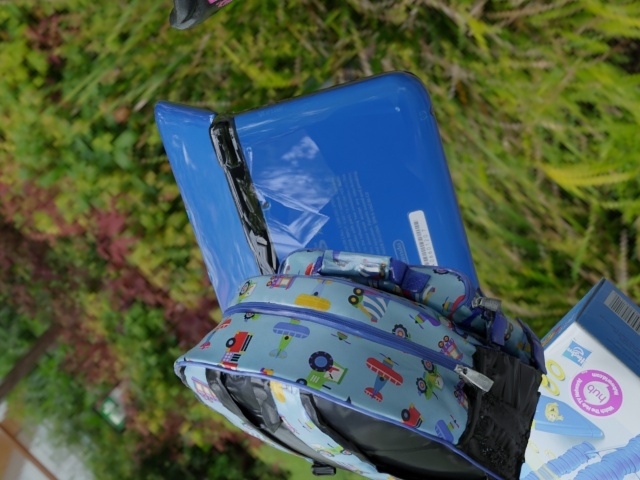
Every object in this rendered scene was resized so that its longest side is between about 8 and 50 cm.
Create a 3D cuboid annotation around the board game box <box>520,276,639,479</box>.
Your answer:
[{"bbox_3d":[0.238,0.240,0.932,0.308,0.086,0.302,42,125,8],"label":"board game box"}]

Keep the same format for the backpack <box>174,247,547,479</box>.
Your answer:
[{"bbox_3d":[0.018,0.064,0.613,0.158,0.116,0.173,6,161,42],"label":"backpack"}]

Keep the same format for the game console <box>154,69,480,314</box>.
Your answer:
[{"bbox_3d":[0.000,0.000,1.013,0.173,0.250,0.293,-85,-21,-68],"label":"game console"}]

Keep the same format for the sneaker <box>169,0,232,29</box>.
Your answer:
[{"bbox_3d":[-0.034,-0.244,0.826,0.483,0.202,0.185,0,159,20],"label":"sneaker"}]
